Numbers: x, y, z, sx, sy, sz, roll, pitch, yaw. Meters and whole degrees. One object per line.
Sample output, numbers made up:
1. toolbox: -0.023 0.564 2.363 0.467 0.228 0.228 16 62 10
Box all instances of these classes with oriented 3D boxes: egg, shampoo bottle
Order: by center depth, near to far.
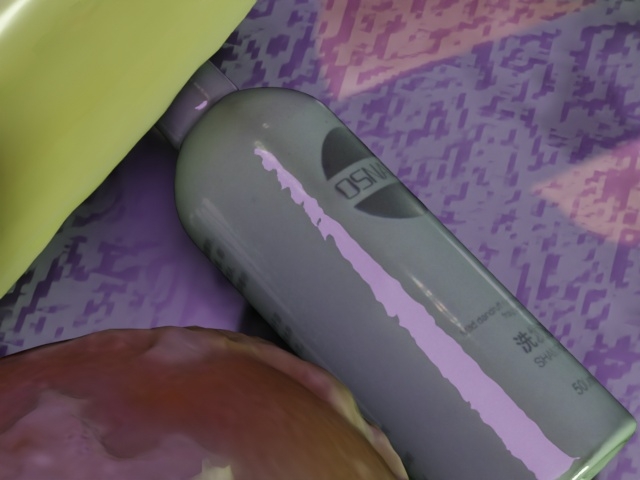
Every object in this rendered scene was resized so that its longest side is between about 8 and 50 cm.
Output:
1. egg: -0.054 0.131 0.368 0.195 0.195 0.233 12 82 3
2. shampoo bottle: 0.000 0.000 0.487 0.056 0.056 0.195 -41 76 -15

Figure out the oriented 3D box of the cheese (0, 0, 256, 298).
1. cheese: -0.177 -0.091 0.448 0.265 0.124 0.242 38 86 12
